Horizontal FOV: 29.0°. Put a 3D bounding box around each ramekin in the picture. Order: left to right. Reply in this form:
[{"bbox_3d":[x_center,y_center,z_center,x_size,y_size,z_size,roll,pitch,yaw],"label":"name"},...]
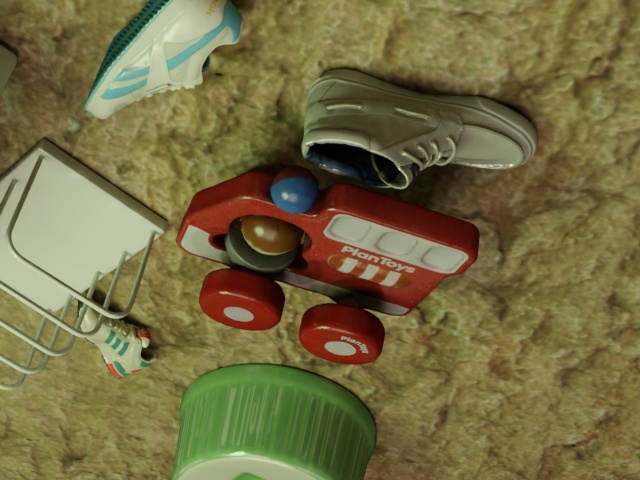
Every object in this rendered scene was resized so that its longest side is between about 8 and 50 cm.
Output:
[{"bbox_3d":[-0.075,0.331,1.834,0.303,0.148,0.303,6,139,6],"label":"ramekin"}]

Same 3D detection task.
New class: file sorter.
[{"bbox_3d":[-0.368,0.046,1.564,0.193,0.173,0.277,36,134,-25],"label":"file sorter"}]

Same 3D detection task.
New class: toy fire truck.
[{"bbox_3d":[0.000,0.000,1.395,0.302,0.169,0.254,19,150,-10],"label":"toy fire truck"}]

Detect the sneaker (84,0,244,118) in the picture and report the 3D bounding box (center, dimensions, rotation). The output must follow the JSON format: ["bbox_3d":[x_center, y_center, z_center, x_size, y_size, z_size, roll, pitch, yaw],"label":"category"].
[{"bbox_3d":[-0.174,-0.190,1.321,0.092,0.087,0.228,31,137,-24],"label":"sneaker"}]

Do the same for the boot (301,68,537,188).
[{"bbox_3d":[0.105,-0.096,1.332,0.258,0.123,0.095,12,139,-1],"label":"boot"}]

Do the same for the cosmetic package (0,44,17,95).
[{"bbox_3d":[-0.603,-0.106,1.327,0.393,0.329,0.327,31,135,-20],"label":"cosmetic package"}]

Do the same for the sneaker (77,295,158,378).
[{"bbox_3d":[-0.282,0.127,1.734,0.075,0.057,0.161,-18,132,7],"label":"sneaker"}]
